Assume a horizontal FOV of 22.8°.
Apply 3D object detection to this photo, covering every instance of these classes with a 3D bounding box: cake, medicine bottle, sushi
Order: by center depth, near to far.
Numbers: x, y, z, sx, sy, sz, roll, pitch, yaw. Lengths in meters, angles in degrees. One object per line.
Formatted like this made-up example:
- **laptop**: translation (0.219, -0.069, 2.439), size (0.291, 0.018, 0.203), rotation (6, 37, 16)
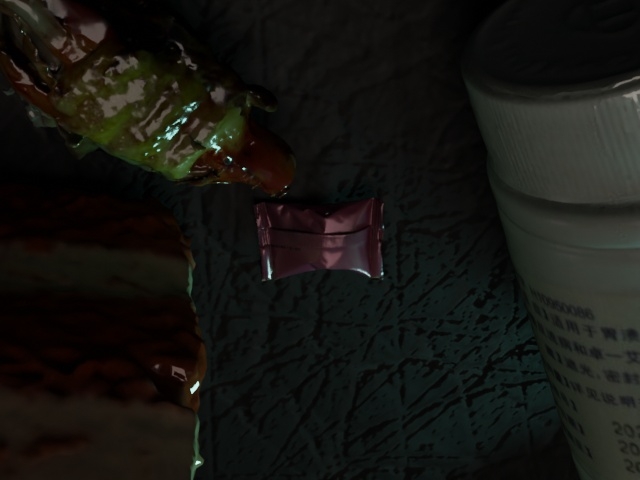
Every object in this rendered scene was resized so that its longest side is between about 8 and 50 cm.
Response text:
- **cake**: translation (-0.210, 0.144, 0.899), size (0.270, 0.319, 0.269), rotation (6, 121, -13)
- **sushi**: translation (-0.111, -0.087, 0.912), size (0.226, 0.103, 0.097), rotation (35, 83, -23)
- **medicine bottle**: translation (0.211, 0.000, 0.955), size (0.190, 0.190, 0.332), rotation (-19, 122, 2)

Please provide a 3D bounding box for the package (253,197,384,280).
- **package**: translation (0.000, 0.000, 1.017), size (0.083, 0.029, 0.059), rotation (-1, 118, 2)
